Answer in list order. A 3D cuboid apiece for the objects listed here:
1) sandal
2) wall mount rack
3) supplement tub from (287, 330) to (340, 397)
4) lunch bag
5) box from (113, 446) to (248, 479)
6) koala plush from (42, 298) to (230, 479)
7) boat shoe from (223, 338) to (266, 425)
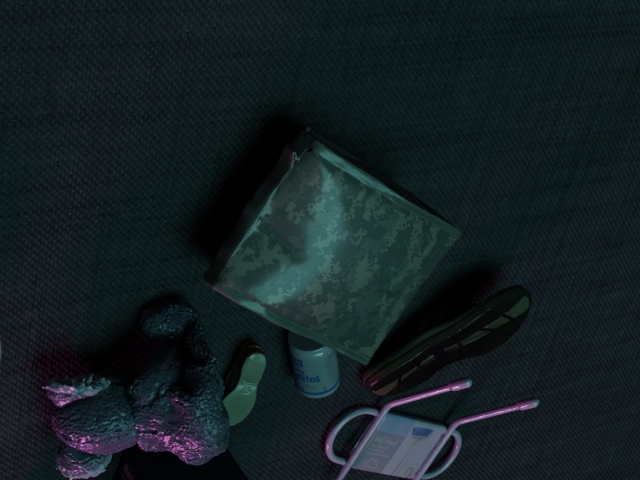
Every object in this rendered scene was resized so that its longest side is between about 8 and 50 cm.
[{"bbox_3d":[0.195,0.144,2.063,0.303,0.086,0.120,-26,143,0],"label":"sandal"},{"bbox_3d":[0.185,0.334,2.162,0.350,0.130,0.304,20,108,-47],"label":"wall mount rack"},{"bbox_3d":[-0.009,0.175,1.920,0.071,0.071,0.107,-28,135,-20],"label":"supplement tub"},{"bbox_3d":[0.000,0.000,1.707,0.287,0.169,0.235,29,99,-42],"label":"lunch bag"},{"bbox_3d":[-0.186,0.516,1.832,0.179,0.343,0.312,5,119,-37],"label":"box"},{"bbox_3d":[-0.246,0.215,1.684,0.221,0.203,0.196,-10,128,-19],"label":"koala plush"},{"bbox_3d":[-0.116,0.207,1.877,0.049,0.043,0.137,11,116,-24],"label":"boat shoe"}]
